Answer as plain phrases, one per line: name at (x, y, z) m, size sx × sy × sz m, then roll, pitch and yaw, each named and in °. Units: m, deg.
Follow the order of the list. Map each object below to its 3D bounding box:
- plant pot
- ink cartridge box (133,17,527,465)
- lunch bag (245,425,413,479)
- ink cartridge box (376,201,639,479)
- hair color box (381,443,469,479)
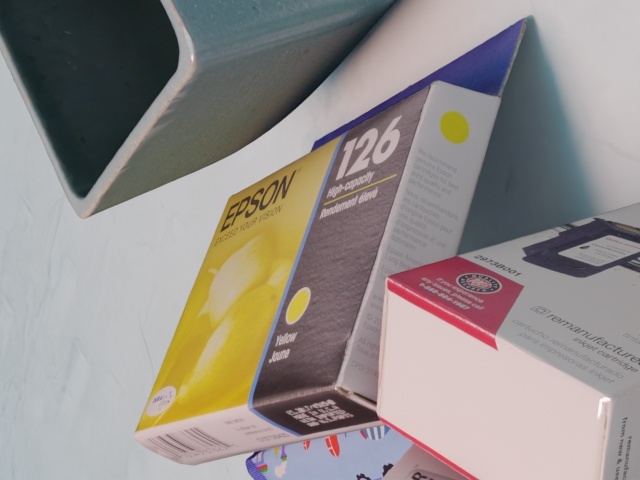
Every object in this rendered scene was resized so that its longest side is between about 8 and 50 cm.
plant pot at (-0.083, -0.199, 1.039) m, size 0.247 × 0.252 × 0.247 m, roll -42°, pitch 70°, yaw 54°
ink cartridge box at (0.000, 0.000, 1.010) m, size 0.303 × 0.072 × 0.307 m, roll -25°, pitch 42°, yaw 57°
lunch bag at (0.117, 0.226, 0.975) m, size 0.221 × 0.138 × 0.293 m, roll -31°, pitch 90°, yaw 53°
ink cartridge box at (0.178, 0.064, 0.808) m, size 0.172 × 0.237 × 0.100 m, roll 29°, pitch 125°, yaw 46°
hair color box at (0.174, 0.223, 0.723) m, size 0.347 × 0.174 × 0.105 m, roll 15°, pitch 121°, yaw 27°
